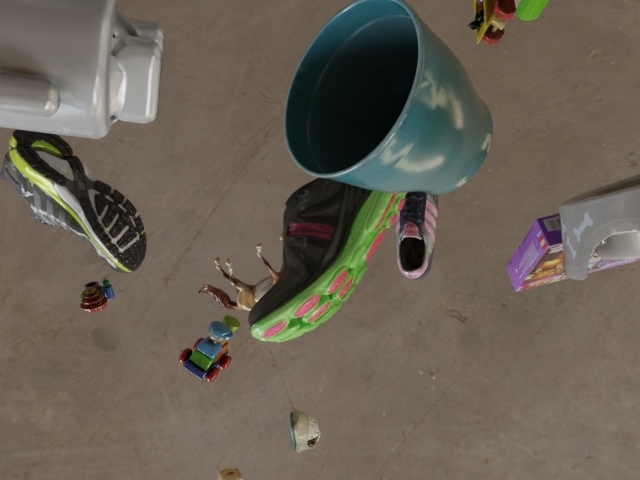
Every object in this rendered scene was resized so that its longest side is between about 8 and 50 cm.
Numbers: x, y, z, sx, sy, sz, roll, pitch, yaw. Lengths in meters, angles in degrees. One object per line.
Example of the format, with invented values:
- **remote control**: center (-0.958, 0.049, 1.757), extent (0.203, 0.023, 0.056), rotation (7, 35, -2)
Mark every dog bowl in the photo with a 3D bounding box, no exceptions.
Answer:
- **dog bowl**: center (0.483, -0.049, 0.773), extent (0.348, 0.349, 0.102), rotation (-19, 90, 1)

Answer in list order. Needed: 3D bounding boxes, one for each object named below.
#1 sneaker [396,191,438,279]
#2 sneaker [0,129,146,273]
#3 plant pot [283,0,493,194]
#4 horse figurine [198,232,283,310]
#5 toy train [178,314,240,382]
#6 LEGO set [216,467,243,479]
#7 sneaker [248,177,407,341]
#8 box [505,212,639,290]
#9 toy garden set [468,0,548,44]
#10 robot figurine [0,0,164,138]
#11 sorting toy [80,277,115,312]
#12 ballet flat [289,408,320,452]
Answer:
- **sneaker**: center (0.253, -0.054, 1.567), extent (0.112, 0.131, 0.319), rotation (-4, 90, 18)
- **sneaker**: center (-0.428, -0.057, 1.034), extent (0.121, 0.111, 0.300), rotation (-31, 105, 36)
- **plant pot**: center (0.127, -0.193, 0.919), extent (0.255, 0.271, 0.272), rotation (17, 103, -40)
- **horse figurine**: center (-0.138, 0.096, 1.339), extent (0.263, 0.066, 0.175), rotation (-21, 107, 14)
- **toy train**: center (-0.258, 0.256, 1.549), extent (0.105, 0.248, 0.143), rotation (33, 104, 6)
- **LEGO set**: center (-0.166, 0.500, 1.054), extent (0.132, 0.107, 0.287), rotation (-14, 114, 1)
- **sneaker**: center (0.000, 0.000, 1.229), extent (0.202, 0.185, 0.483), rotation (29, 73, 23)
- **box**: center (0.498, -0.002, 1.047), extent (0.293, 0.201, 0.057), rotation (-14, 65, -4)
- **toy garden set**: center (0.180, -0.344, 0.617), extent (0.049, 0.204, 0.245), rotation (-9, 82, -1)
- **robot figurine**: center (-0.389, -0.245, 0.774), extent (0.353, 0.300, 0.200), rotation (6, 122, -15)
- **sorting toy**: center (-0.416, 0.094, 1.092), extent (0.061, 0.102, 0.042), rotation (-15, 115, -18)
- **ballet flat**: center (-0.026, 0.323, 1.012), extent (0.052, 0.168, 0.057), rotation (-4, 62, -4)
